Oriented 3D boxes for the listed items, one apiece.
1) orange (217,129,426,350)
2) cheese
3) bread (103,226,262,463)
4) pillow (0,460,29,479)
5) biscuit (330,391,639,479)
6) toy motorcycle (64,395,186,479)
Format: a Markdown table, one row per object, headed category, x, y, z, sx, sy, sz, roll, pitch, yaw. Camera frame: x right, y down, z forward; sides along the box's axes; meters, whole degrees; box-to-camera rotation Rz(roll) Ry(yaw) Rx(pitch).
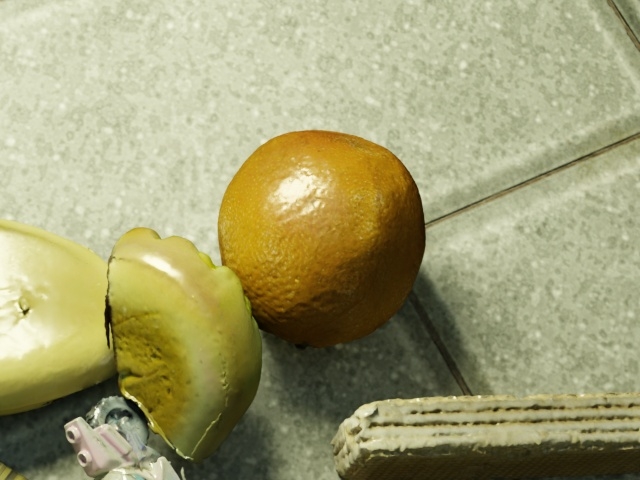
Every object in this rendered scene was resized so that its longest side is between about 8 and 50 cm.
| category | x | y | z | sx | sy | sz | roll | pitch | yaw |
| --- | --- | --- | --- | --- | --- | --- | --- | --- | --- |
| orange | 0.000 | 0.000 | 1.956 | 0.264 | 0.264 | 0.264 | 6 | 65 | -12 |
| cheese | -0.358 | 0.087 | 1.888 | 0.316 | 0.128 | 0.259 | 7 | 61 | -17 |
| bread | -0.136 | 0.113 | 1.872 | 0.156 | 0.260 | 0.158 | 4 | 19 | 25 |
| pillow | -0.397 | 0.324 | 1.811 | 0.212 | 0.052 | 0.208 | 34 | 57 | -1 |
| biscuit | 0.231 | 0.233 | 1.971 | 0.426 | 0.144 | 0.078 | -1 | 68 | -15 |
| toy motorcycle | -0.228 | 0.303 | 1.805 | 0.204 | 0.108 | 0.239 | -24 | 71 | -45 |
